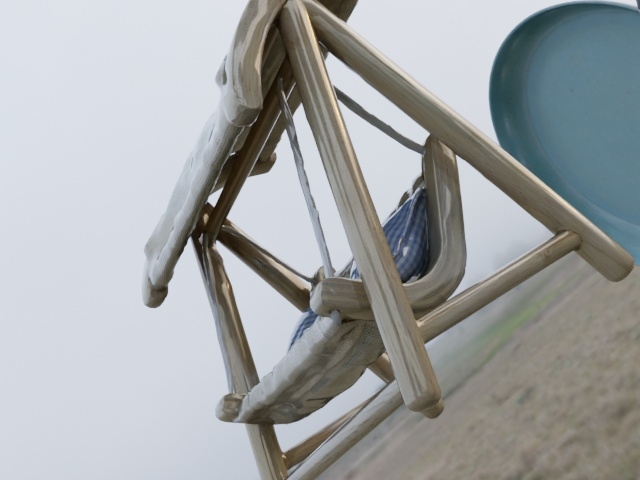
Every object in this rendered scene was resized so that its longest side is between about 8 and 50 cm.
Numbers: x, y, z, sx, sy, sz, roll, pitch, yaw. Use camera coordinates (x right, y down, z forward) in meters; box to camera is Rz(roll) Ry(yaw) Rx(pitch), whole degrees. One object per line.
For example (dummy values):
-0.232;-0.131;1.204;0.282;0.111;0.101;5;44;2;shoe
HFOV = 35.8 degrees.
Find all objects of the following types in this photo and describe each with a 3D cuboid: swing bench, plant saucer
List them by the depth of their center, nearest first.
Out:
0.000;0.000;0.616;0.165;0.255;0.253;-27;-16;-31;swing bench
0.312;-0.106;0.997;0.043;0.317;0.318;-41;-8;-28;plant saucer

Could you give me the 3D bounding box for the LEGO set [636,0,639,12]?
0.245;-0.221;0.354;0.331;0.192;0.255;-31;-39;34;LEGO set
